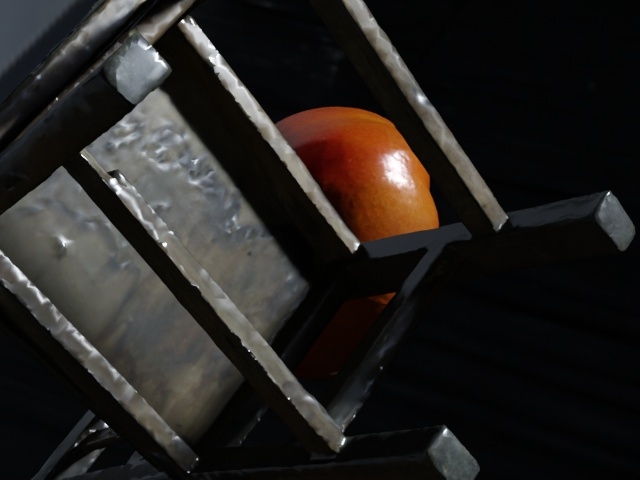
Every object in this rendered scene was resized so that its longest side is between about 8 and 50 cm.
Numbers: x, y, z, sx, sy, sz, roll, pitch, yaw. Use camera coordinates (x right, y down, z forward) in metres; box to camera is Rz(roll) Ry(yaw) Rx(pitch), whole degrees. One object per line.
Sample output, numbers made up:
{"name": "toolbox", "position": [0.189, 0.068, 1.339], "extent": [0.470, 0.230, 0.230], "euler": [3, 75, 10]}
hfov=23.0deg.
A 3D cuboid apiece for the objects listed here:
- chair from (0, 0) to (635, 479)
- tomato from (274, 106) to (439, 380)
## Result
{"name": "chair", "position": [-0.087, -0.001, 0.826], "extent": [0.240, 0.416, 0.203], "euler": [49, 55, -19]}
{"name": "tomato", "position": [-0.001, -0.002, 1.459], "extent": [0.260, 0.180, 0.260], "euler": [-166, -90, -71]}
